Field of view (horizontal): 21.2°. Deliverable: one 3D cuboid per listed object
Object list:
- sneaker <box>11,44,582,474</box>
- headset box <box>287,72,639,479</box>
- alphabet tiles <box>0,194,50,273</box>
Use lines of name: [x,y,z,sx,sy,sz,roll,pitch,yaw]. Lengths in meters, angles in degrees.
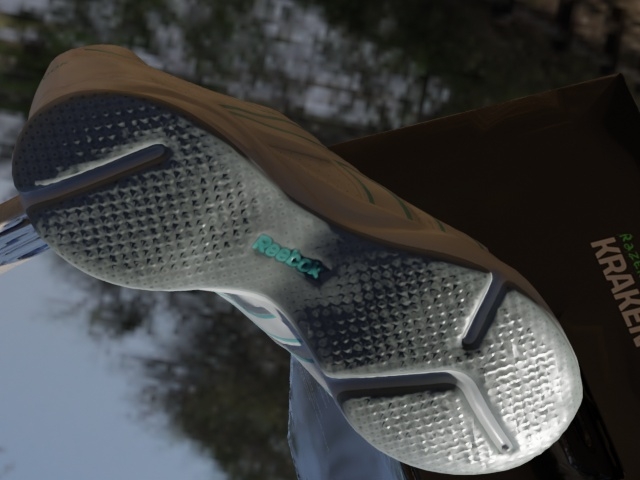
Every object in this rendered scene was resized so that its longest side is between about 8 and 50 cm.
sneaker: [0.000,0.000,0.396,0.152,0.053,0.061,34,-161,-22]
headset box: [0.083,0.112,0.656,0.131,0.246,0.283,-14,153,-10]
alphabet tiles: [-0.148,0.019,0.567,0.237,0.009,0.198,-27,179,-5]
